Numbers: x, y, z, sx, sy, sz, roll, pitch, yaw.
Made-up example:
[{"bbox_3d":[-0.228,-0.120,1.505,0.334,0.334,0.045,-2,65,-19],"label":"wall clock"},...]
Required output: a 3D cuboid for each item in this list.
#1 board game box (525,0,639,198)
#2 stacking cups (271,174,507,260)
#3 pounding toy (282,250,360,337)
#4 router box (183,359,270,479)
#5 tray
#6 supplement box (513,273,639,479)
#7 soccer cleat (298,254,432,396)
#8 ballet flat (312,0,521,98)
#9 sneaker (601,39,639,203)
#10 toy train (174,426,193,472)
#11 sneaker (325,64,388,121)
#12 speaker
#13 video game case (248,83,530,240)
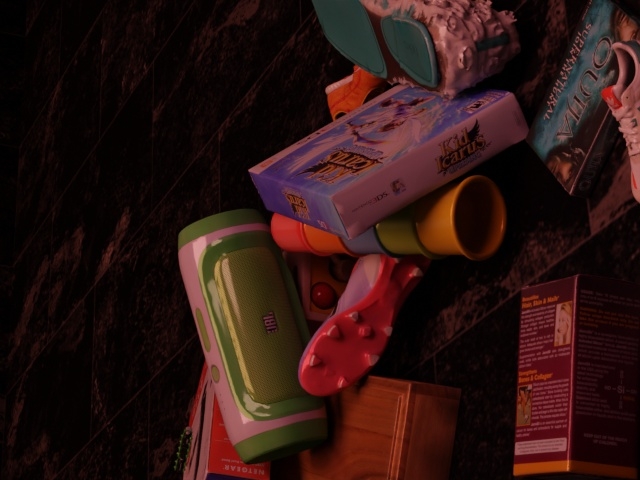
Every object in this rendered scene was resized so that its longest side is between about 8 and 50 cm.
[{"bbox_3d":[0.278,-0.153,1.683,0.126,0.026,0.186,-118,43,-56],"label":"board game box"},{"bbox_3d":[0.069,-0.028,1.904,0.316,0.096,0.096,2,82,47],"label":"stacking cups"},{"bbox_3d":[0.011,0.044,2.085,0.100,0.130,0.141,145,130,-59],"label":"pounding toy"},{"bbox_3d":[-0.128,0.276,2.226,0.335,0.082,0.301,108,169,-49],"label":"router box"},{"bbox_3d":[0.032,0.262,2.022,0.411,0.076,0.202,0,81,66],"label":"tray"},{"bbox_3d":[0.247,0.134,1.568,0.104,0.081,0.188,158,119,-64],"label":"supplement box"},{"bbox_3d":[0.051,0.081,1.963,0.248,0.083,0.095,-56,17,-12],"label":"soccer cleat"},{"bbox_3d":[0.119,-0.257,1.976,0.409,0.147,0.147,41,118,62],"label":"ballet flat"},{"bbox_3d":[0.298,-0.115,1.559,0.057,0.075,0.161,168,110,-65],"label":"sneaker"},{"bbox_3d":[-0.190,0.292,2.291,0.023,0.017,0.083,-73,-1,-51],"label":"toy train"},{"bbox_3d":[0.064,-0.198,2.173,0.175,0.064,0.067,-36,69,65],"label":"sneaker"},{"bbox_3d":[-0.083,0.117,2.006,0.131,0.131,0.296,-38,65,57],"label":"speaker"},{"bbox_3d":[0.072,-0.101,1.886,0.061,0.244,0.269,64,164,-18],"label":"video game case"}]
